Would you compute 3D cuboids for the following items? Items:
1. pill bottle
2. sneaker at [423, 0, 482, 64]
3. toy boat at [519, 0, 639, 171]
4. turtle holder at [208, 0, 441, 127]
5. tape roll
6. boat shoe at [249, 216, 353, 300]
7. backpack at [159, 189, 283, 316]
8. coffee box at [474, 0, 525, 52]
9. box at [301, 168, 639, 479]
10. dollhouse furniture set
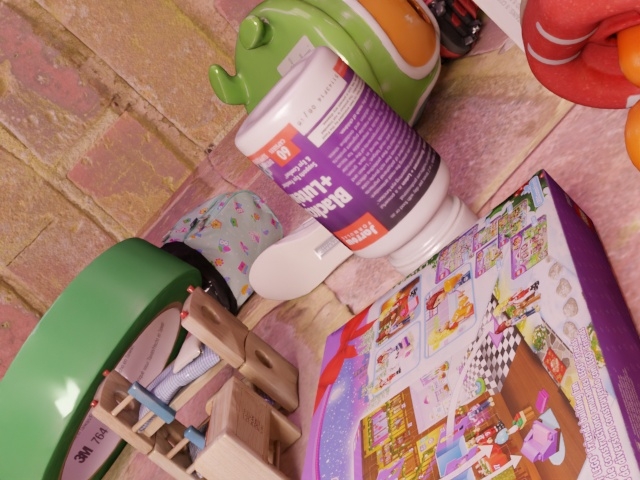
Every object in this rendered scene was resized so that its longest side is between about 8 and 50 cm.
[{"bbox_3d":[0.035,-0.053,0.672,0.108,0.193,0.108,-44,16,16],"label":"pill bottle"},{"bbox_3d":[0.172,-0.329,1.159,0.135,0.097,0.276,-27,27,46],"label":"sneaker"},{"bbox_3d":[0.201,-0.107,0.485,0.151,0.151,0.231,-7,0,10],"label":"toy boat"},{"bbox_3d":[0.024,-0.188,1.045,0.227,0.243,0.320,-40,-26,-27],"label":"turtle holder"},{"bbox_3d":[-0.242,0.154,0.899,0.321,0.077,0.321,-61,-5,-9],"label":"tape roll"},{"bbox_3d":[0.000,0.000,0.893,0.184,0.066,0.063,-42,2,29],"label":"boat shoe"},{"bbox_3d":[-0.131,0.018,1.084,0.115,0.152,0.182,-16,28,34],"label":"backpack"},{"bbox_3d":[0.223,-0.451,0.870,0.338,0.337,0.334,-42,15,22],"label":"coffee box"},{"bbox_3d":[0.076,0.098,0.449,0.201,0.057,0.293,-40,17,24],"label":"box"},{"bbox_3d":[-0.107,0.151,0.675,0.129,0.129,0.183,-44,16,13],"label":"dollhouse furniture set"}]
